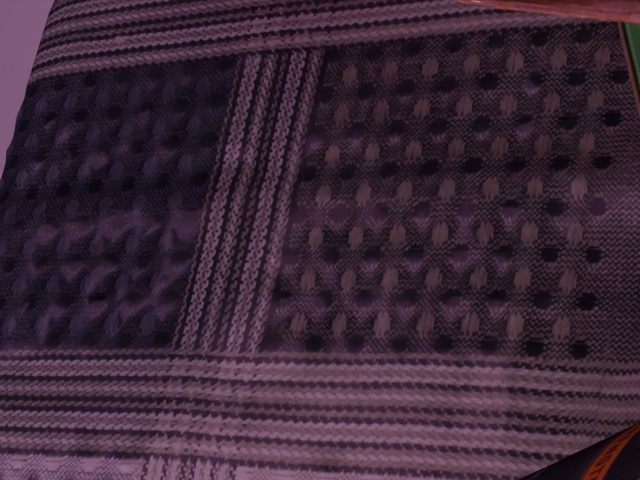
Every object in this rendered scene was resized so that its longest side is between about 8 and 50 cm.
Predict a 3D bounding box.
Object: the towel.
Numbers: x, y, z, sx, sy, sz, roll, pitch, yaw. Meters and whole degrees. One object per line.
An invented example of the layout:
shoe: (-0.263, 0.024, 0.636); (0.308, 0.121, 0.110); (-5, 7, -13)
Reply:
towel: (0.000, 0.000, 0.655); (0.324, 0.056, 0.312); (-1, 65, 33)

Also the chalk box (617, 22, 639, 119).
chalk box: (0.156, -0.069, 0.417); (0.213, 0.132, 0.132); (-52, 29, 37)

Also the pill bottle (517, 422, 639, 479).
pill bottle: (0.135, 0.076, 0.355); (0.246, 0.130, 0.130); (-38, 40, 51)

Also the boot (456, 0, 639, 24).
boot: (0.076, -0.157, 0.399); (0.283, 0.109, 0.220); (25, 99, 62)
